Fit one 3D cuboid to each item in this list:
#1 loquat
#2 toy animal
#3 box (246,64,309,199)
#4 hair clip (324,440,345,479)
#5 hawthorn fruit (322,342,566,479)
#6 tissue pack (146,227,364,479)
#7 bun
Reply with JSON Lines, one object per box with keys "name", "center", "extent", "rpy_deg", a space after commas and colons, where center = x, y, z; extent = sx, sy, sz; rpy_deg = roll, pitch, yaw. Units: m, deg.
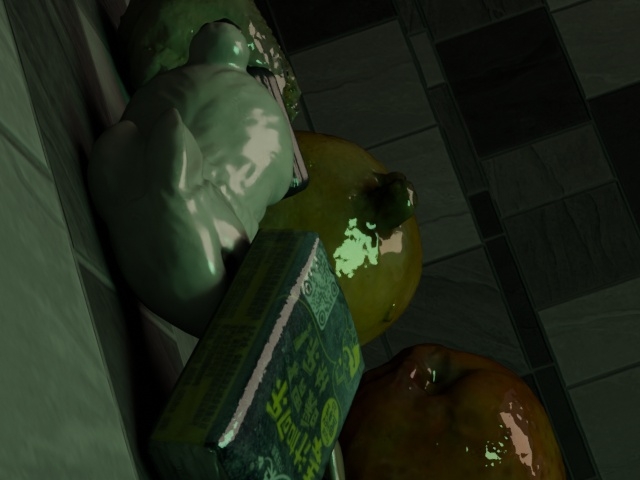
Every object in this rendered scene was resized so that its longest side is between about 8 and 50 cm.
{"name": "loquat", "center": [0.000, 0.000, 1.757], "extent": [0.328, 0.359, 0.328], "rpy_deg": [21, 58, -39]}
{"name": "toy animal", "center": [-0.127, -0.056, 1.276], "extent": [0.357, 0.194, 0.257], "rpy_deg": [-86, 168, -68]}
{"name": "box", "center": [-0.123, -0.103, 1.544], "extent": [0.050, 0.230, 0.160], "rpy_deg": [-18, 89, -48]}
{"name": "hair clip", "center": [-0.021, 0.303, 1.907], "extent": [0.172, 0.113, 0.282], "rpy_deg": [69, 1, -71]}
{"name": "hawthorn fruit", "center": [0.187, 0.392, 2.147], "extent": [0.472, 0.472, 0.471], "rpy_deg": [-19, 90, -89]}
{"name": "tissue pack", "center": [-0.045, 0.139, 1.135], "extent": [0.257, 0.081, 0.185], "rpy_deg": [-64, 145, -42]}
{"name": "bun", "center": [-0.162, -0.248, 1.750], "extent": [0.281, 0.205, 0.281], "rpy_deg": [61, 2, -4]}
